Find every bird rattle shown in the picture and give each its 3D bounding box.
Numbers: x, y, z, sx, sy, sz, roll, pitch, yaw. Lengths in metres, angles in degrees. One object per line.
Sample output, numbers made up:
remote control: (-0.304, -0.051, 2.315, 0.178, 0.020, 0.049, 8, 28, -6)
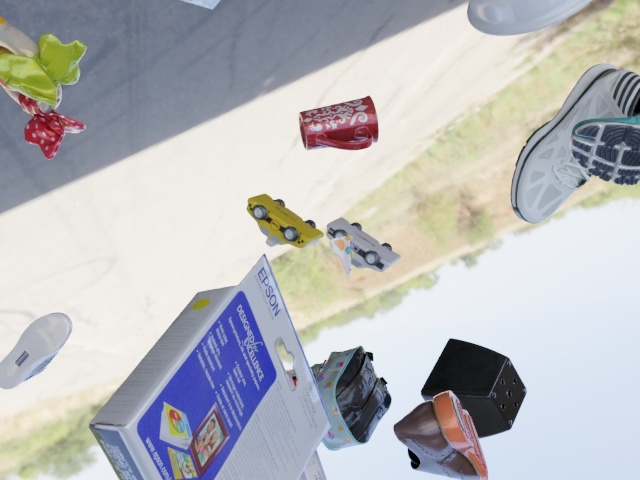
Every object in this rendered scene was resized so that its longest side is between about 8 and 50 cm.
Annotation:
bird rattle: (-0.490, -0.277, 1.398, 0.143, 0.207, 0.253, -45, 176, -23)

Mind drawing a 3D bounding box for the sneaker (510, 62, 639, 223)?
sneaker: (0.645, -0.218, 1.979, 0.447, 0.169, 0.257, -59, -158, 9)

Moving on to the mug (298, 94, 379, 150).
mug: (0.043, -0.265, 1.880, 0.169, 0.113, 0.150, -10, -167, -7)

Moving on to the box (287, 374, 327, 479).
box: (-0.050, 0.442, 1.699, 0.067, 0.324, 0.063, -30, 162, 33)

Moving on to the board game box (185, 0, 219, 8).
board game box: (-0.298, -0.743, 2.017, 0.142, 0.275, 0.144, 9, 164, -28)

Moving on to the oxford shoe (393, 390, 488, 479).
oxford shoe: (0.177, 0.297, 1.184, 0.098, 0.096, 0.271, -21, 140, 10)

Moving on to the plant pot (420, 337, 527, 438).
plant pot: (0.383, 0.362, 1.960, 0.167, 0.187, 0.188, -6, -143, 42)

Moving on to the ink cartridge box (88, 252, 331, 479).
ink cartridge box: (-0.113, 0.223, 0.989, 0.072, 0.303, 0.307, -2, -148, 28)

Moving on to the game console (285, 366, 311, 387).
game console: (-0.232, 0.396, 1.901, 0.342, 0.060, 0.387, -23, -176, -40)

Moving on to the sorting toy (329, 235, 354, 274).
sorting toy: (0.048, 0.030, 1.602, 0.045, 0.075, 0.083, -11, 180, 4)

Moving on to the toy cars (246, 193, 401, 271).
toy cars: (0.000, 0.000, 1.949, 0.087, 0.394, 0.176, -63, -158, 25)

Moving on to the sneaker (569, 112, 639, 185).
sneaker: (0.499, -0.152, 1.227, 0.275, 0.110, 0.107, 0, 135, -10)

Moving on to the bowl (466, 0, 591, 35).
bowl: (0.412, -0.550, 1.618, 0.298, 0.134, 0.297, -20, -141, 17)

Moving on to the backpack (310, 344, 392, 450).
backpack: (0.042, 0.321, 1.621, 0.144, 0.165, 0.188, -18, -162, 23)

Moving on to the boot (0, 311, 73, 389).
boot: (-0.496, 0.187, 1.454, 0.190, 0.069, 0.086, -40, 176, 16)
